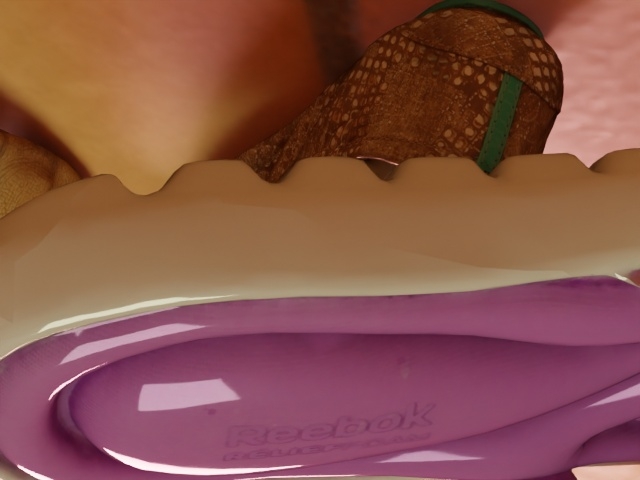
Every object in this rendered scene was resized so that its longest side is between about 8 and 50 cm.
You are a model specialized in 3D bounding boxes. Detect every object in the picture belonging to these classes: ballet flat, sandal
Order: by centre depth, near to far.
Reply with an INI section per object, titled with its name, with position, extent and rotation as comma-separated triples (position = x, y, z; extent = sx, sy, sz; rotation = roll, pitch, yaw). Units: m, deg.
[sandal]
position = 0.111, 0.049, 0.420
extent = 0.416, 0.102, 0.169
rotation = -4, 150, -3
[ballet flat]
position = 0.000, 0.000, 0.492
extent = 0.073, 0.067, 0.206
rotation = 21, 149, -16

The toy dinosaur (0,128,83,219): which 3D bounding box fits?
[toy dinosaur]
position = -0.115, -0.020, 0.524
extent = 0.112, 0.064, 0.211
rotation = -20, 150, 15
